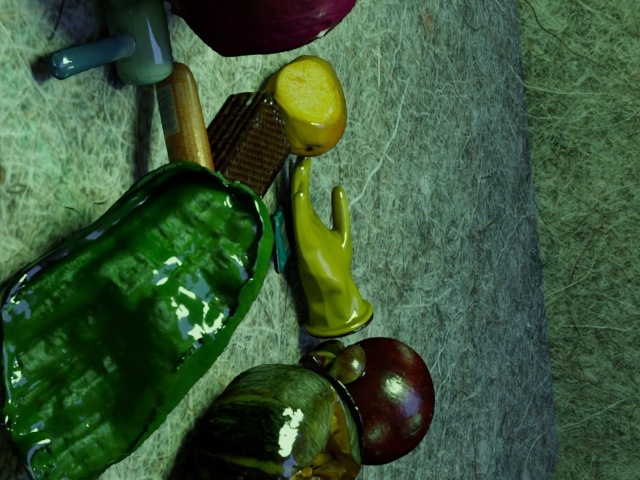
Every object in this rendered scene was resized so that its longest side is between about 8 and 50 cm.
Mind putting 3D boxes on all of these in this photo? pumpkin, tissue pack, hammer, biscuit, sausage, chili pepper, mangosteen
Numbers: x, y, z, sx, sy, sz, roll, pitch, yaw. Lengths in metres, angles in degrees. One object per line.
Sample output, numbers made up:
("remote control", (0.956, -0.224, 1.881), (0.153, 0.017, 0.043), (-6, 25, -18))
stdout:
("pumpkin", (-0.061, 0.327, 1.447), (0.320, 0.192, 0.320), (-2, 90, -66))
("tissue pack", (-0.062, -0.006, 1.615), (0.138, 0.028, 0.085), (-80, 163, -77))
("hammer", (-0.240, -0.217, 1.190), (0.194, 0.069, 0.116), (-38, 126, -55))
("biscuit", (-0.144, -0.053, 1.398), (0.388, 0.073, 0.107), (-64, 145, -45))
("sausage", (-0.149, -0.063, 1.269), (0.053, 0.053, 0.348), (19, 55, -65))
("chili pepper", (-0.208, 0.083, 1.119), (0.385, 0.213, 0.167), (-51, 176, -17))
("mangosteen", (0.062, 0.252, 1.742), (0.257, 0.215, 0.215), (28, 61, -29))

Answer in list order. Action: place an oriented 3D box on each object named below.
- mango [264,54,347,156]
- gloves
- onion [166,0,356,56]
("mango", (-0.023, -0.210, 1.629), (0.141, 0.102, 0.217), (29, 40, -15))
("gloves", (0.000, 0.001, 1.683), (0.133, 0.116, 0.294), (-108, -176, -68))
("onion", (-0.020, -0.423, 1.184), (0.398, 0.420, 0.398), (164, -90, -90))
